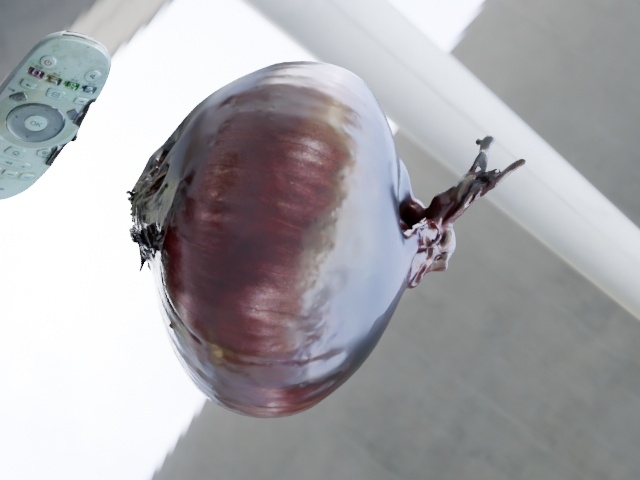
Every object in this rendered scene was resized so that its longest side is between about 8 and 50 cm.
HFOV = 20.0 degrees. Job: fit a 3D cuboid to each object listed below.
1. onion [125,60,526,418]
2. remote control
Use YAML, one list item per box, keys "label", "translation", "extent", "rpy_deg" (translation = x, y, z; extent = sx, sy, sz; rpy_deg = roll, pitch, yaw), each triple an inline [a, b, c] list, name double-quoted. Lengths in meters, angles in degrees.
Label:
- label: "onion"
  translation: [0.000, 0.000, 1.315]
  extent: [0.285, 0.273, 0.273]
  rpy_deg: [4, -107, -1]
- label: "remote control"
  translation: [-0.285, -0.122, 1.783]
  extent: [0.256, 0.097, 0.045]
  rpy_deg: [-43, -139, 40]
